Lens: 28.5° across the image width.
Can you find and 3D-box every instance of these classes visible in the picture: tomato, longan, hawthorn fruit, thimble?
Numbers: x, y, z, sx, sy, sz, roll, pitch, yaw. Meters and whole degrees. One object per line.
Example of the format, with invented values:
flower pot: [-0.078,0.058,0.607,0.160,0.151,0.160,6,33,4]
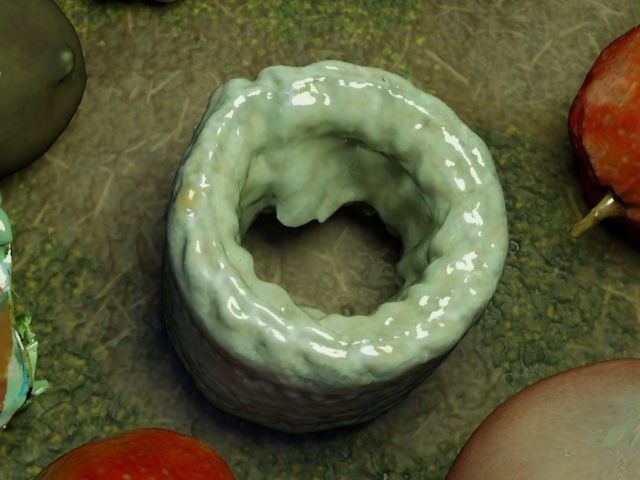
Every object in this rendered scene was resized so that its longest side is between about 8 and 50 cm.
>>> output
tomato: [0.220,0.239,0.902,0.321,0.321,0.322,3,66,-6]
longan: [-0.290,-0.135,1.080,0.189,0.189,0.189,3,66,-6]
hawthorn fruit: [-0.133,0.232,0.911,0.196,0.225,0.197,2,79,-10]
thimble: [0.000,0.000,1.046,0.291,0.195,0.292,3,67,-8]
hawthorn fruit: [0.314,-0.086,1.131,0.205,0.205,0.253,37,74,9]

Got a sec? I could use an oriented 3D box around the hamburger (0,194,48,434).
hamburger: [-0.328,0.062,1.016,0.260,0.150,0.276,14,80,17]
